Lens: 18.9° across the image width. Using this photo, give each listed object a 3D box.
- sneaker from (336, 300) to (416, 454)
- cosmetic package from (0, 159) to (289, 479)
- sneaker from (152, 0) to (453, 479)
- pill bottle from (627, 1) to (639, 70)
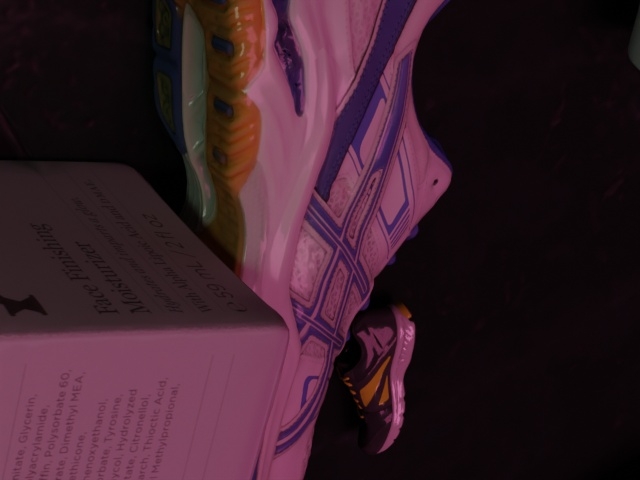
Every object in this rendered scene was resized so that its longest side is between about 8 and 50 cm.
[{"bbox_3d":[0.023,0.067,0.948,0.035,0.031,0.083,-1,114,-18],"label":"sneaker"},{"bbox_3d":[-0.139,0.065,0.754,0.183,0.151,0.151,0,117,-35],"label":"cosmetic package"},{"bbox_3d":[0.000,0.000,0.834,0.131,0.112,0.296,-10,123,-29],"label":"sneaker"},{"bbox_3d":[0.216,-0.174,0.865,0.121,0.121,0.221,-3,118,-32],"label":"pill bottle"}]
